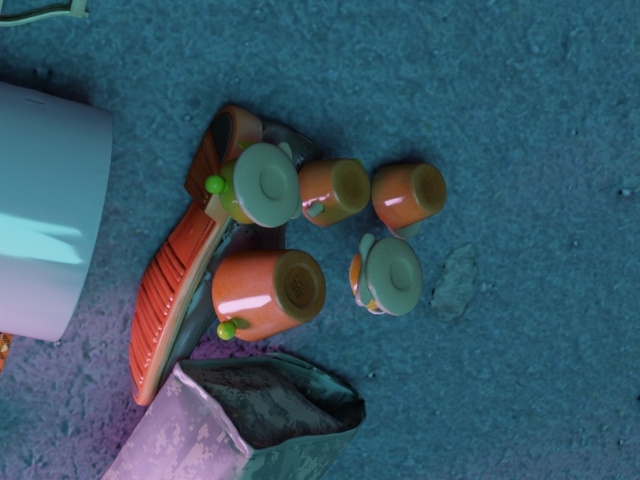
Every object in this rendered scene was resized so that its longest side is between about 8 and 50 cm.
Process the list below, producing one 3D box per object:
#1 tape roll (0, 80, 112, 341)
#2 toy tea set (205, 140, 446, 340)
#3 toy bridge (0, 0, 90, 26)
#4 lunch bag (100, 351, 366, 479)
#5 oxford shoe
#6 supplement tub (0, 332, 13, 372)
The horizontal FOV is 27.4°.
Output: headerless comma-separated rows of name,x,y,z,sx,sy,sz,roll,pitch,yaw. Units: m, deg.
tape roll,-0.319,-0.032,1.312,0.169,0.246,0.246,14,112,-19
toy tea set,0.000,0.000,1.420,0.336,0.124,0.200,-2,83,-44
toy bridge,-0.326,-0.250,1.326,0.188,0.026,0.063,12,115,-18
lunch bag,-0.096,0.262,1.542,0.287,0.169,0.235,3,126,-56
oxford shoe,-0.110,0.036,1.465,0.132,0.130,0.364,16,112,-26
supplement tub,-0.431,0.084,1.417,0.190,0.117,0.117,15,112,-18
